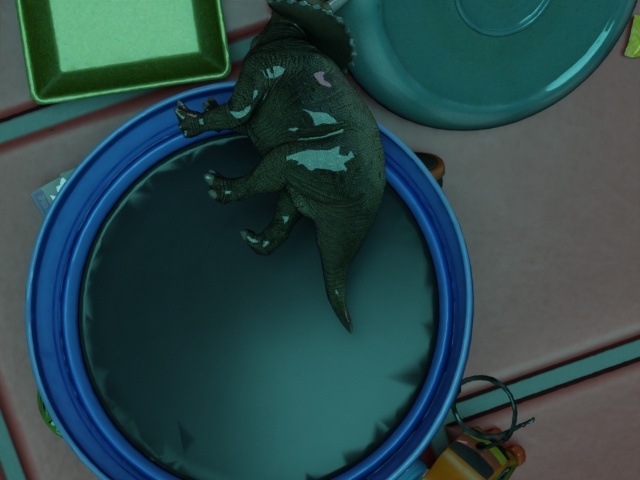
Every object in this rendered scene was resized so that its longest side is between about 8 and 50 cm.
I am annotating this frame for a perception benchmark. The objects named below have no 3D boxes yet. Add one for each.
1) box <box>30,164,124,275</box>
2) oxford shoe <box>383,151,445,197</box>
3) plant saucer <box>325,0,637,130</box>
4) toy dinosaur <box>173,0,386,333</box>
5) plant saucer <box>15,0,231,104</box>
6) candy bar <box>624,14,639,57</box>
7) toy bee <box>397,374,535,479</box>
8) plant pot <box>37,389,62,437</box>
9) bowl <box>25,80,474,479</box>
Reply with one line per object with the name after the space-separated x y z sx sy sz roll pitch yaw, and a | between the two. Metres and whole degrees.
-0.164 0.079 1.517 0.063 0.067 0.324 -29 95 -1 | box
0.000 0.000 1.516 0.271 0.097 0.098 -24 114 5 | oxford shoe
0.160 -0.238 1.446 0.317 0.044 0.318 -8 119 -16 | plant saucer
-0.015 -0.082 1.325 0.160 0.121 0.314 -22 76 17 | toy dinosaur
-0.188 -0.231 1.499 0.188 0.045 0.188 -8 95 -2 | plant saucer
0.373 -0.183 1.543 0.161 0.018 0.040 10 95 -3 | candy bar
0.133 0.248 1.512 0.298 0.162 0.195 -37 79 31 | toy bee
-0.230 0.155 1.513 0.083 0.079 0.083 0 95 -2 | plant pot
-0.061 0.058 1.411 0.391 0.077 0.391 -1 83 6 | bowl
